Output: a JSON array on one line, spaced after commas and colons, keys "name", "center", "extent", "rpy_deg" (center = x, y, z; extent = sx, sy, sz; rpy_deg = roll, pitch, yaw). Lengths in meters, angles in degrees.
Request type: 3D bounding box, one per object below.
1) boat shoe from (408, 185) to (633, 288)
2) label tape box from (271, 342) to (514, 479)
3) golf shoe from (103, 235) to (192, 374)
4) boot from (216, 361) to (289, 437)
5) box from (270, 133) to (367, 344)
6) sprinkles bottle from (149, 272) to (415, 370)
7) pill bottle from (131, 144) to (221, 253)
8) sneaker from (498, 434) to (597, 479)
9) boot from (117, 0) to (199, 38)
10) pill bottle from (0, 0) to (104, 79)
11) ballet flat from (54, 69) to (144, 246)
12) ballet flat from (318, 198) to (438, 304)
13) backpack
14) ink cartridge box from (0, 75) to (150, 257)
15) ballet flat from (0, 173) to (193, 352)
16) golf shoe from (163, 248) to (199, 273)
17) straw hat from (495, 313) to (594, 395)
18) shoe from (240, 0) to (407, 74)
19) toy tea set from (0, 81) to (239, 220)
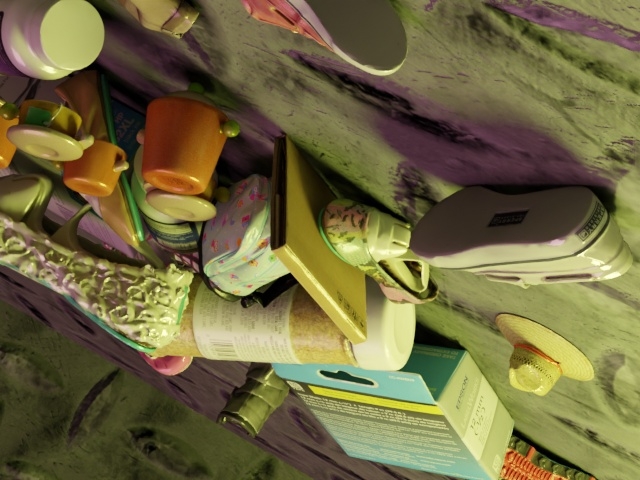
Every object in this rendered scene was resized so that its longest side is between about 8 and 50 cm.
[{"name": "boat shoe", "center": [0.191, 0.003, 1.425], "extent": [0.088, 0.096, 0.267], "rpy_deg": [46, 152, -24]}, {"name": "label tape box", "center": [0.100, 0.208, 2.070], "extent": [0.249, 0.115, 0.347], "rpy_deg": [7, 150, 29]}, {"name": "golf shoe", "center": [-0.233, 0.074, 2.240], "extent": [0.140, 0.115, 0.306], "rpy_deg": [35, -149, -53]}, {"name": "boot", "center": [-0.069, 0.186, 2.210], "extent": [0.118, 0.222, 0.338], "rpy_deg": [30, 164, 12]}, {"name": "box", "center": [0.000, 0.000, 1.678], "extent": [0.021, 0.164, 0.201], "rpy_deg": [-19, 137, 21]}, {"name": "sprinkles bottle", "center": [-0.061, 0.100, 1.914], "extent": [0.355, 0.121, 0.121], "rpy_deg": [1, 152, 21]}, {"name": "pill bottle", "center": [-0.184, -0.064, 1.899], "extent": [0.112, 0.112, 0.186], "rpy_deg": [29, 163, 13]}, {"name": "sneaker", "center": [0.338, 0.364, 2.234], "extent": [0.262, 0.104, 0.125], "rpy_deg": [37, -179, 1]}, {"name": "boot", "center": [-0.162, -0.243, 1.473], "extent": [0.087, 0.042, 0.118], "rpy_deg": [29, 166, -8]}, {"name": "pill bottle", "center": [-0.326, -0.237, 1.669], "extent": [0.193, 0.108, 0.108], "rpy_deg": [13, 155, 52]}, {"name": "ballet flat", "center": [-0.276, -0.096, 1.825], "extent": [0.080, 0.073, 0.232], "rpy_deg": [87, 168, -77]}, {"name": "ballet flat", "center": [0.079, 0.013, 1.716], "extent": [0.079, 0.076, 0.221], "rpy_deg": [0, 153, 30]}, {"name": "backpack", "center": [-0.075, -0.008, 1.794], "extent": [0.115, 0.151, 0.182], "rpy_deg": [14, 160, -29]}, {"name": "ink cartridge box", "center": [-0.364, -0.133, 2.006], "extent": [0.307, 0.129, 0.223], "rpy_deg": [29, 163, 13]}, {"name": "ballet flat", "center": [-0.337, -0.006, 1.884], "extent": [0.409, 0.147, 0.147], "rpy_deg": [29, 164, 8]}, {"name": "golf shoe", "center": [-0.164, -0.002, 2.067], "extent": [0.120, 0.105, 0.273], "rpy_deg": [45, 161, -20]}, {"name": "straw hat", "center": [0.258, 0.154, 1.783], "extent": [0.144, 0.061, 0.144], "rpy_deg": [31, 165, 10]}, {"name": "shoe", "center": [-0.005, -0.200, 1.255], "extent": [0.178, 0.063, 0.081], "rpy_deg": [40, 165, -3]}, {"name": "toy tea set", "center": [-0.252, -0.131, 1.691], "extent": [0.336, 0.124, 0.200], "rpy_deg": [15, 163, -9]}]
